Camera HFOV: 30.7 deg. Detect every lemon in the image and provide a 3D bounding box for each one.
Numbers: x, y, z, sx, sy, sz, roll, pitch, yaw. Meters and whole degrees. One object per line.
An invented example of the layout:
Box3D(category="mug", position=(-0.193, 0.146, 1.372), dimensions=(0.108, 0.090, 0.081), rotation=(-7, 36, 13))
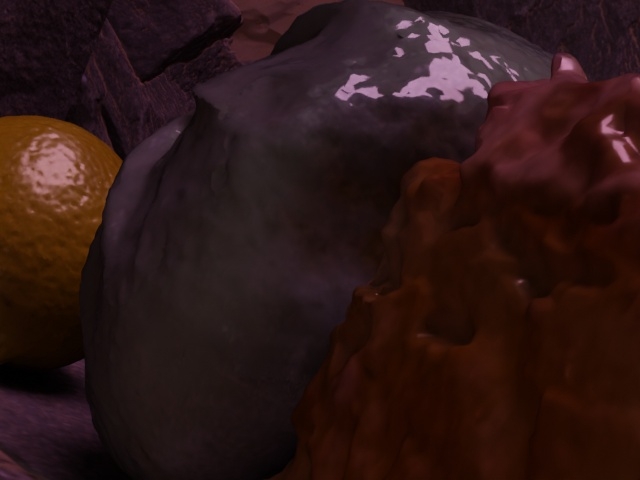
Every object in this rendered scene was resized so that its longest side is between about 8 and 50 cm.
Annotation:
Box3D(category="lemon", position=(-0.217, 0.003, 0.873), dimensions=(0.187, 0.187, 0.244), rotation=(22, 34, -9))

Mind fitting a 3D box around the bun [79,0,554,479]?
Box3D(category="bun", position=(0.000, 0.000, 0.697), dimensions=(0.211, 0.362, 0.362), rotation=(49, 2, 4))

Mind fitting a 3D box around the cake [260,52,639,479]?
Box3D(category="cake", position=(0.179, 0.107, 0.448), dimensions=(0.307, 0.293, 0.314), rotation=(19, 7, -26))
